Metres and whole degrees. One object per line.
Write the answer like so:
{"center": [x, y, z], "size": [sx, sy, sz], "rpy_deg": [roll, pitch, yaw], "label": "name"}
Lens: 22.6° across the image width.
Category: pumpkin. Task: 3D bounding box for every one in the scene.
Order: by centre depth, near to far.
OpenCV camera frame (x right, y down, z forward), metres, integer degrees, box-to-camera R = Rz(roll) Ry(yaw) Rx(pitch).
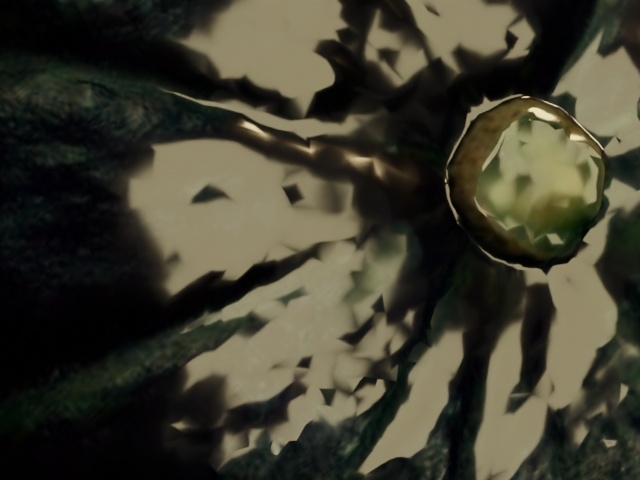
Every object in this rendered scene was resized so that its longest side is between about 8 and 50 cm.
{"center": [0.000, 0.000, 0.520], "size": [0.363, 0.266, 0.363], "rpy_deg": [1, 89, -27], "label": "pumpkin"}
